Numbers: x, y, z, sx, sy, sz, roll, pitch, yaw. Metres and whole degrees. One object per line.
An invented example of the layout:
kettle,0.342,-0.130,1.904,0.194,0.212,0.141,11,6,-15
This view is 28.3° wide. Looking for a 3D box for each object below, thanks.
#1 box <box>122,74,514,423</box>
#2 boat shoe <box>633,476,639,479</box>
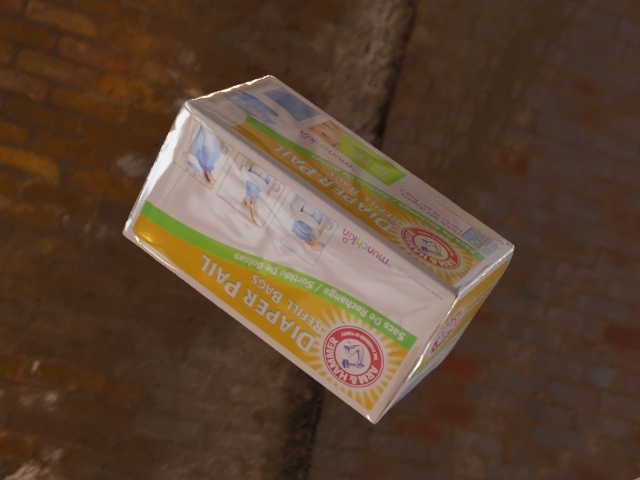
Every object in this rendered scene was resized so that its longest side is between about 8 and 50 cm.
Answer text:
box,0.000,0.000,0.791,0.203,0.103,0.114,36,-153,12
boat shoe,0.235,0.118,0.377,0.156,0.500,0.186,28,-130,-23
